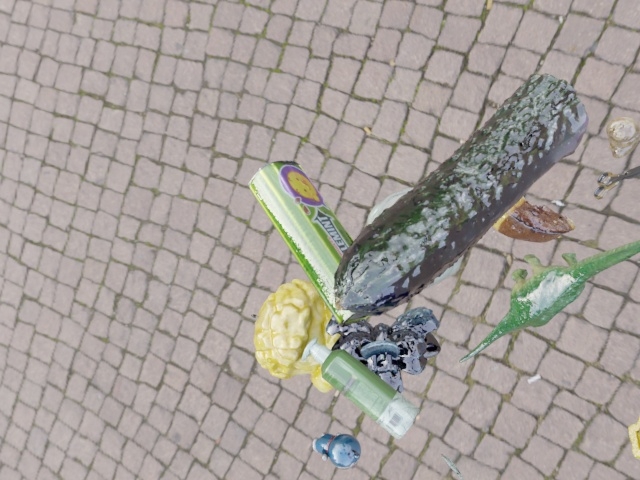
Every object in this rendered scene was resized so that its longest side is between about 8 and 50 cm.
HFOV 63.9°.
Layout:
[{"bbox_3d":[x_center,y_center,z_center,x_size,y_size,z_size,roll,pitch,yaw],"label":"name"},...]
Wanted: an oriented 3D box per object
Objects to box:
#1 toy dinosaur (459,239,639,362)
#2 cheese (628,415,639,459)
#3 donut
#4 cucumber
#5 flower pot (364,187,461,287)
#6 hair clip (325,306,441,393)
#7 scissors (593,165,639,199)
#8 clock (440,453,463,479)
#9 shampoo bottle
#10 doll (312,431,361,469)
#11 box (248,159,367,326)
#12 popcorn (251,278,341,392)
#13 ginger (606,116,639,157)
[{"bbox_3d":[0.391,0.106,0.859,0.087,0.301,0.446,32,109,-1],"label":"toy dinosaur"},{"bbox_3d":[0.730,0.377,0.980,0.270,0.069,0.176,-30,48,48],"label":"cheese"},{"bbox_3d":[0.575,-0.067,1.504,0.295,0.151,0.112,37,141,15],"label":"donut"},{"bbox_3d":[0.097,-0.027,0.363,0.245,0.067,0.067,-41,76,-19],"label":"cucumber"},{"bbox_3d":[0.220,-0.004,1.215,0.246,0.195,0.245,-8,56,13],"label":"flower pot"},{"bbox_3d":[0.169,0.281,1.389,0.311,0.206,0.194,-6,123,11],"label":"hair clip"},{"bbox_3d":[0.823,-0.174,1.377,0.017,0.220,0.088,28,73,-7],"label":"scissors"},{"bbox_3d":[0.323,0.553,1.255,0.010,0.083,0.074,-42,57,-1],"label":"clock"},{"bbox_3d":[0.059,0.232,0.830,0.205,0.065,0.065,36,102,14],"label":"shampoo bottle"},{"bbox_3d":[0.048,0.551,1.356,0.152,0.114,0.085,-5,102,47],"label":"doll"},{"bbox_3d":[0.000,0.000,1.007,0.097,0.134,0.345,-44,70,28],"label":"box"},{"bbox_3d":[-0.036,0.309,1.626,0.382,0.349,0.348,33,101,28],"label":"popcorn"},{"bbox_3d":[0.850,-0.296,1.439,0.080,0.204,0.104,18,93,31],"label":"ginger"}]
